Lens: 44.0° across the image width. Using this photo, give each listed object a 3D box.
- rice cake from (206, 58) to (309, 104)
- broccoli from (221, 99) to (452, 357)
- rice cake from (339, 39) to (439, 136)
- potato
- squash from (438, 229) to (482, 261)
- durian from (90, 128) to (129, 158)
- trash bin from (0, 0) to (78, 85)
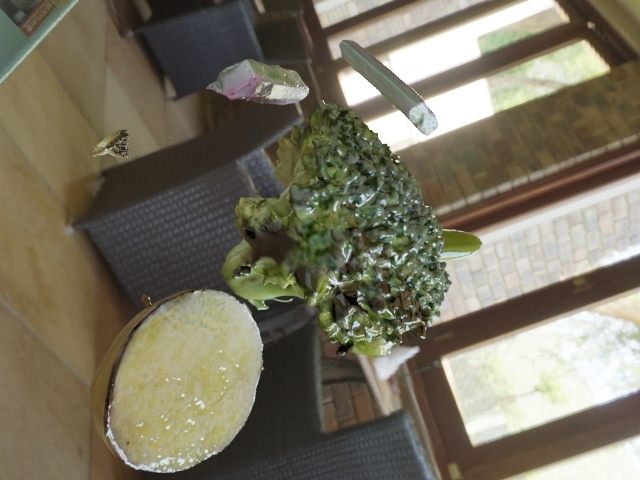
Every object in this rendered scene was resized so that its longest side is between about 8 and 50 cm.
[{"bbox_3d":[-0.079,-0.209,1.095,0.290,0.081,0.051,-36,107,-77],"label":"rice cake"},{"bbox_3d":[-0.007,-0.009,1.014,0.293,0.281,0.347,17,46,-54],"label":"broccoli"},{"bbox_3d":[0.112,-0.259,1.315,0.221,0.042,0.080,51,6,35],"label":"rice cake"},{"bbox_3d":[-0.197,0.165,1.021,0.299,0.116,0.239,8,97,-61],"label":"potato"},{"bbox_3d":[0.218,0.008,1.474,0.066,0.201,0.066,4,-86,60],"label":"squash"},{"bbox_3d":[-0.366,-0.169,1.382,0.130,0.066,0.052,-153,-114,-68],"label":"durian"},{"bbox_3d":[-0.442,-0.292,0.957,0.223,0.343,0.158,27,-12,29],"label":"trash bin"}]
